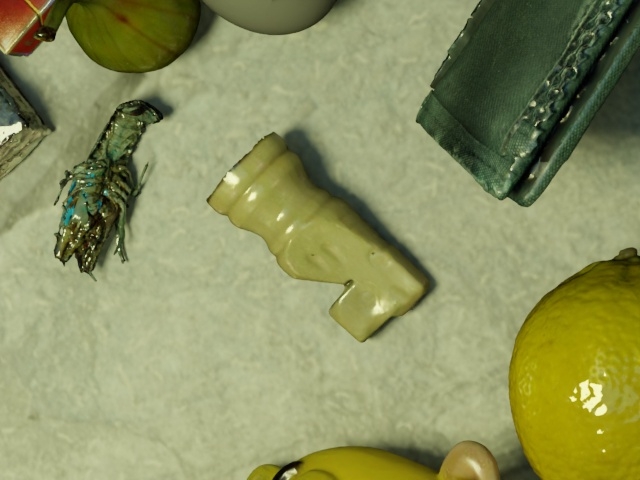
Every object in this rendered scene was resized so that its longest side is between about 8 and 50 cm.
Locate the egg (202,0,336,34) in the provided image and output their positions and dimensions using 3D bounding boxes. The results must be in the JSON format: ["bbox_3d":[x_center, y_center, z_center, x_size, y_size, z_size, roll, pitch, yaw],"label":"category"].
[{"bbox_3d":[-0.058,-0.272,1.625,0.146,0.146,0.199,-33,73,15],"label":"egg"}]

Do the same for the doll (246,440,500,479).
[{"bbox_3d":[0.111,0.338,1.531,0.423,0.161,0.348,-10,80,33],"label":"doll"}]

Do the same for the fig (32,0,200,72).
[{"bbox_3d":[-0.195,-0.204,1.625,0.124,0.236,0.124,4,99,23],"label":"fig"}]

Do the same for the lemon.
[{"bbox_3d":[0.248,0.121,1.499,0.192,0.192,0.231,-3,90,18],"label":"lemon"}]

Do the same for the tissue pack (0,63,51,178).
[{"bbox_3d":[-0.392,-0.143,1.774,0.173,0.073,0.235,-41,78,14],"label":"tissue pack"}]

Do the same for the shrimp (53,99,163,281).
[{"bbox_3d":[-0.197,-0.050,1.725,0.082,0.076,0.174,23,93,-24],"label":"shrimp"}]

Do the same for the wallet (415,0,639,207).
[{"bbox_3d":[0.212,-0.204,1.516,0.075,0.237,0.342,27,101,-23],"label":"wallet"}]

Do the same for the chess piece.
[{"bbox_3d":[0.000,0.000,1.647,0.200,0.090,0.090,42,102,2],"label":"chess piece"}]

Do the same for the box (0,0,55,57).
[{"bbox_3d":[-0.267,-0.273,1.746,0.112,0.048,0.175,46,103,13],"label":"box"}]
